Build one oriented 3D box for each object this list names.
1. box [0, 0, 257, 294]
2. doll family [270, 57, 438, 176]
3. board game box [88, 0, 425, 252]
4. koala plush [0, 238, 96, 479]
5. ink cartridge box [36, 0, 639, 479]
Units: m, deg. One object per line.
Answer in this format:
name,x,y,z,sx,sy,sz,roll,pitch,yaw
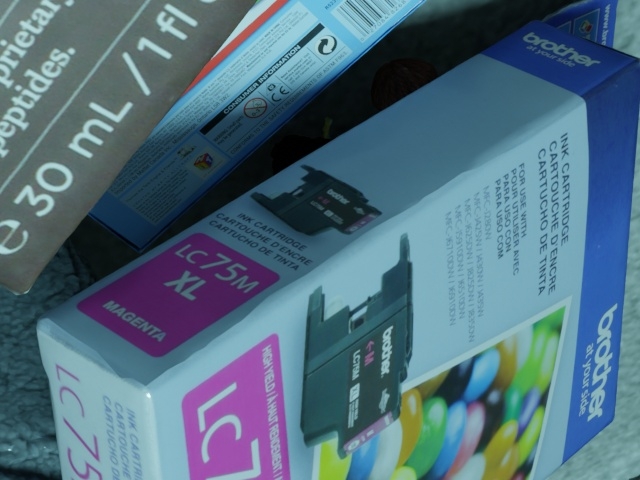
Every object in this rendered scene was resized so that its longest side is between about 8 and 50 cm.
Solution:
box,-0.177,-0.165,0.411,0.381,0.143,0.191,30,111,-29
doll family,0.000,0.000,0.692,0.193,0.076,0.111,-49,138,-17
board game box,-0.080,-0.104,0.602,0.160,0.039,0.211,-40,132,12
koala plush,-0.180,0.134,0.674,0.196,0.203,0.221,-3,141,-21
ink cartridge box,0.036,0.041,0.651,0.311,0.065,0.186,-35,136,-38
